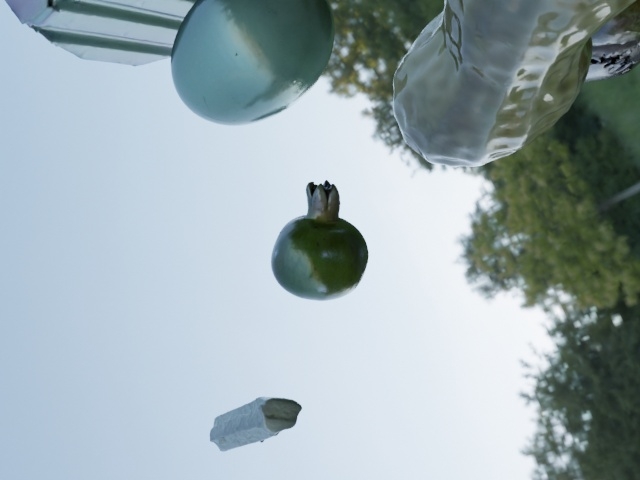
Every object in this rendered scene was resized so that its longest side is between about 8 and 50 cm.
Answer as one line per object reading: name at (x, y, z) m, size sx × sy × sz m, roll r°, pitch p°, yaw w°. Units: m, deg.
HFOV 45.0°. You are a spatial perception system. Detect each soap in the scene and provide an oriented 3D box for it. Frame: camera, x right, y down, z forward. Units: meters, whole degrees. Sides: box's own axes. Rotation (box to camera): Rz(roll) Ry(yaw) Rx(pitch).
soap at (-0.315, -0.424, 1.276) m, size 0.156 × 0.261 × 0.446 m, roll 59°, pitch -154°, yaw 4°

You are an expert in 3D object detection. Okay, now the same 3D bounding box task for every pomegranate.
pomegranate at (0.000, 0.012, 1.370) m, size 0.210 × 0.179 × 0.179 m, roll 92°, pitch -177°, yaw -45°

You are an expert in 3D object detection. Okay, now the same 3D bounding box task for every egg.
egg at (-0.085, -0.230, 0.932) m, size 0.168 × 0.231 × 0.168 m, roll 30°, pitch -134°, yaw -37°

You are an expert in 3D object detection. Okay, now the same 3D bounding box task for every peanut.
peanut at (0.143, -0.153, 0.547) m, size 0.136 × 0.298 × 0.120 m, roll -6°, pitch -114°, yaw -15°

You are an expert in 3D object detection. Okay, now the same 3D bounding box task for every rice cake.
rice cake at (-0.094, 0.250, 1.047) m, size 0.057 × 0.256 × 0.052 m, roll -1°, pitch -108°, yaw -24°

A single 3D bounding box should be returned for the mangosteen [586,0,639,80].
mangosteen at (0.387, -0.408, 1.074) m, size 0.381 × 0.381 × 0.421 m, roll 52°, pitch 180°, yaw -16°
